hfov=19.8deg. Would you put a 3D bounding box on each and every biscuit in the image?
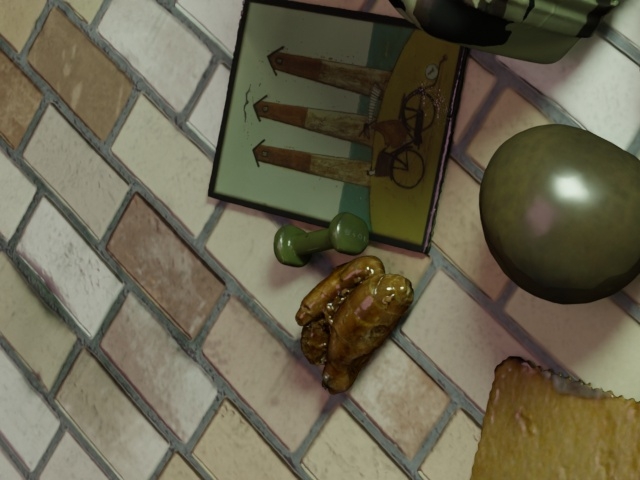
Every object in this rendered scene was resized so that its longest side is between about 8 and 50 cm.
[{"bbox_3d":[0.245,0.255,1.836,0.232,0.013,0.237,18,98,37],"label":"biscuit"}]

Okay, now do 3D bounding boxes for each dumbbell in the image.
[{"bbox_3d":[0.000,0.000,2.011,0.118,0.052,0.046,-12,65,47],"label":"dumbbell"}]

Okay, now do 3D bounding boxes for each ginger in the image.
[{"bbox_3d":[0.025,0.082,1.982,0.103,0.073,0.162,47,116,31],"label":"ginger"}]

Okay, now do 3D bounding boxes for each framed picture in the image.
[{"bbox_3d":[0.015,-0.136,2.044,0.324,0.013,0.244,14,96,37],"label":"framed picture"}]

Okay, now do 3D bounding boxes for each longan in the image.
[{"bbox_3d":[0.237,-0.025,1.771,0.189,0.189,0.189,-3,86,38],"label":"longan"}]

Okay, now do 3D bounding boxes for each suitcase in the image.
[{"bbox_3d":[0.104,-0.336,1.775,0.194,0.339,0.351,-49,61,25],"label":"suitcase"}]
